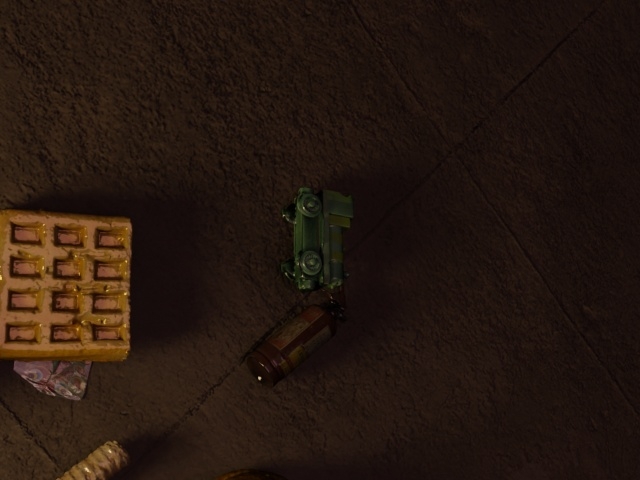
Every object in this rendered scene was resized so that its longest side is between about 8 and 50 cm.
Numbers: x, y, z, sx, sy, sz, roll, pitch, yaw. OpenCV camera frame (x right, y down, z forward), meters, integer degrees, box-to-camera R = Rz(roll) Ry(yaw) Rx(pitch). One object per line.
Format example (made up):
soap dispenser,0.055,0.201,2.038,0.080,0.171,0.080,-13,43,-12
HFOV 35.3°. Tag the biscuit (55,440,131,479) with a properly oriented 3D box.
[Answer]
biscuit,-0.406,0.406,1.628,0.219,0.055,0.061,-37,138,-26

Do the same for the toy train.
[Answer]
toy train,0.000,0.000,1.867,0.132,0.083,0.200,9,73,-28

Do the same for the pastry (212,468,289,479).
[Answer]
pastry,-0.123,0.517,1.740,0.240,0.132,0.235,-14,100,-22

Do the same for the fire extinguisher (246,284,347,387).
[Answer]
fire extinguisher,-0.030,0.154,1.848,0.252,0.075,0.106,-38,103,-26

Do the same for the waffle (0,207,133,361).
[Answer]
waffle,-0.420,0.073,1.641,0.221,0.055,0.248,3,82,-23

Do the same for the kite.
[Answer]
kite,-0.404,0.153,1.680,0.127,0.016,0.229,37,72,-24
